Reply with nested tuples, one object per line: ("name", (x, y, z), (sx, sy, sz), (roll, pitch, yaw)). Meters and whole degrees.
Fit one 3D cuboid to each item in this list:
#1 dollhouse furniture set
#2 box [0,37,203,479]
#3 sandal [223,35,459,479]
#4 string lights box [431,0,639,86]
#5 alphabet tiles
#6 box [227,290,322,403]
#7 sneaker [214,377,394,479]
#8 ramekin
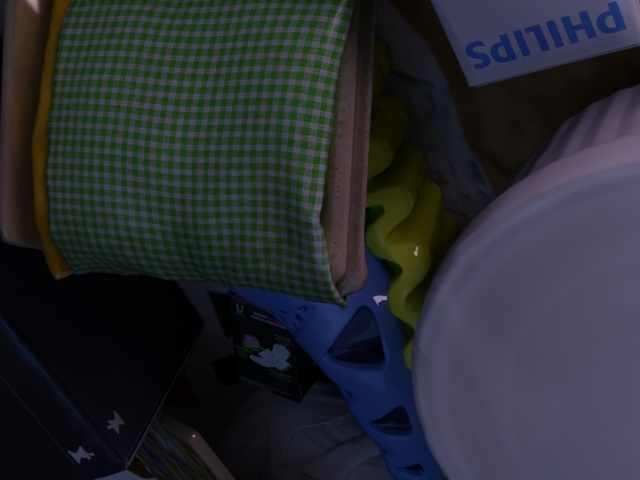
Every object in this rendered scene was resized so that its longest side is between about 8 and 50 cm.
("dollhouse furniture set", (-0.092, -0.123, 0.432), (0.198, 0.151, 0.301), (5, 94, 33))
("box", (-0.317, 0.030, 0.731), (0.313, 0.179, 0.343), (-23, 112, 24))
("sandal", (0.000, 0.000, 0.576), (0.138, 0.126, 0.317), (-18, 105, 20))
("string lights box", (0.057, -0.204, 0.378), (0.077, 0.133, 0.259), (-10, 119, 38))
("alphabet tiles", (-0.065, 0.229, 0.811), (0.285, 0.011, 0.343), (57, 157, -20))
("box", (-0.023, 0.055, 0.700), (0.052, 0.062, 0.083), (18, 134, 22))
("sneaker", (0.018, 0.170, 0.703), (0.305, 0.152, 0.114), (-16, 123, 42))
("ramekin", (0.188, 0.045, 0.480), (0.273, 0.127, 0.272), (10, 126, 14))
